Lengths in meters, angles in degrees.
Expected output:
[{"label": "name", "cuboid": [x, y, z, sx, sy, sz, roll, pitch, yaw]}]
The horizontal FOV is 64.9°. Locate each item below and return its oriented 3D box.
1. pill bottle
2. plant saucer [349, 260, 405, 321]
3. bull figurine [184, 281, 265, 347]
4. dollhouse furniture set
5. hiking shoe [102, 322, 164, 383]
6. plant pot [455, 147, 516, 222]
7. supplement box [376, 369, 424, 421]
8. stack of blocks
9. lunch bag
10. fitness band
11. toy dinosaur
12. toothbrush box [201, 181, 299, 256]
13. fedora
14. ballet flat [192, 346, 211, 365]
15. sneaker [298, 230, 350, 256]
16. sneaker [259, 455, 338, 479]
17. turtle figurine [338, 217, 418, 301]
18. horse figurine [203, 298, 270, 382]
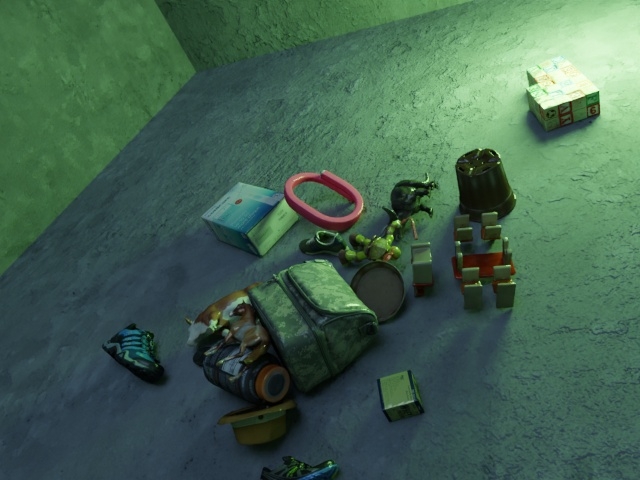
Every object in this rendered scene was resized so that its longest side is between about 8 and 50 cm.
[{"label": "pill bottle", "cuboid": [-0.187, 0.340, 1.295, 0.246, 0.130, 0.130, 6, 48, 47]}, {"label": "plant saucer", "cuboid": [0.157, 0.140, 1.372, 0.169, 0.029, 0.168, -10, 70, 30]}, {"label": "bull figurine", "cuboid": [-0.271, 0.225, 1.507, 0.310, 0.101, 0.188, -32, 22, -10]}, {"label": "dollhouse furniture set", "cuboid": [0.370, 0.069, 1.321, 0.259, 0.135, 0.262, -5, 42, 11]}, {"label": "hiking shoe", "cuboid": [-0.569, 0.338, 1.572, 0.304, 0.113, 0.132, 15, 55, 42]}, {"label": "plant pot", "cuboid": [0.473, -0.167, 1.466, 0.167, 0.165, 0.167, -16, 39, 14]}, {"label": "supplement box", "cuboid": [0.180, 0.352, 1.140, 0.083, 0.056, 0.083, -20, 38, 12]}, {"label": "stack of blocks", "cuboid": [0.798, -0.506, 1.714, 0.171, 0.087, 0.297, -18, 39, 14]}, {"label": "lunch bag", "cuboid": [-0.018, 0.198, 1.326, 0.256, 0.212, 0.305, -26, 35, -14]}, {"label": "fitness band", "cuboid": [0.011, -0.145, 1.735, 0.291, 0.054, 0.209, 33, 52, 21]}, {"label": "toy dinosaur", "cuboid": [0.282, -0.146, 1.598, 0.160, 0.121, 0.313, 0, 48, 23]}, {"label": "toothbrush box", "cuboid": [-0.262, -0.085, 1.859, 0.296, 0.126, 0.216, 19, 57, 45]}, {"label": "fedora", "cuboid": [-0.145, 0.437, 1.200, 0.194, 0.194, 0.079, -15, 79, 16]}, {"label": "ballet flat", "cuboid": [-0.303, 0.337, 1.479, 0.173, 0.049, 0.057, -16, 62, 24]}, {"label": "sneaker", "cuboid": [0.000, 0.000, 1.629, 0.192, 0.086, 0.064, 6, 49, 36]}, {"label": "sneaker", "cuboid": [-0.053, 0.506, 1.099, 0.188, 0.067, 0.078, -20, 44, 16]}, {"label": "turtle figurine", "cuboid": [0.153, 0.042, 1.473, 0.217, 0.087, 0.269, 3, 66, 47]}, {"label": "horse figurine", "cuboid": [-0.194, 0.250, 1.249, 0.174, 0.066, 0.263, -38, 25, -20]}]
